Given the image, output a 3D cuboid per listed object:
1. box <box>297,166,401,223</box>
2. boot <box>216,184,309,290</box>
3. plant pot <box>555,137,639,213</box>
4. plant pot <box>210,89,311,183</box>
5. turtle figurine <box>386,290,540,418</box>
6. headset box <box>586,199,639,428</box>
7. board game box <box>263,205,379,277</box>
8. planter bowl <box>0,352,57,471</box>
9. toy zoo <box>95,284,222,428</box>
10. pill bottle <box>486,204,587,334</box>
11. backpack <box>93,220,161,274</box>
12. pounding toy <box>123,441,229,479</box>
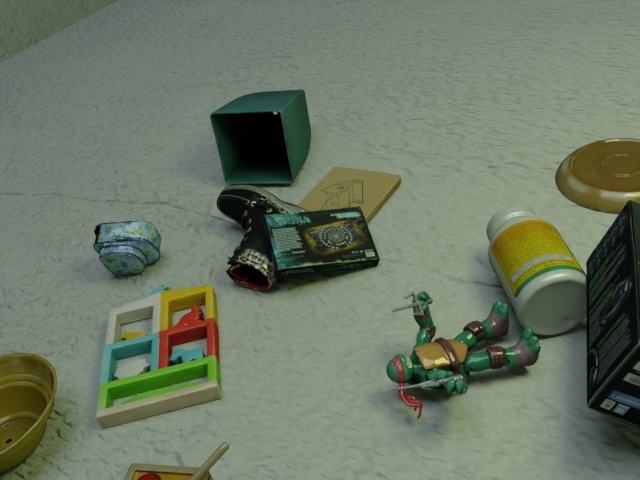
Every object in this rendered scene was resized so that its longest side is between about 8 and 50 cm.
[{"bbox_3d":[0.046,-0.081,1.414,0.164,0.021,0.201,13,44,31],"label":"box"},{"bbox_3d":[-0.135,-0.010,1.311,0.236,0.085,0.179,21,48,23],"label":"boot"},{"bbox_3d":[0.563,-0.131,1.306,0.236,0.032,0.236,-9,37,7],"label":"plant pot"},{"bbox_3d":[-0.111,-0.253,1.582,0.165,0.166,0.234,1,30,20],"label":"plant pot"},{"bbox_3d":[0.175,0.154,0.979,0.234,0.118,0.175,-11,49,-18],"label":"turtle figurine"},{"bbox_3d":[0.471,0.104,0.866,0.246,0.131,0.283,20,43,3],"label":"headset box"},{"bbox_3d":[0.000,0.000,1.249,0.186,0.026,0.126,-5,52,-15],"label":"board game box"},{"bbox_3d":[-0.483,0.278,1.045,0.217,0.090,0.217,-8,37,6],"label":"planter bowl"},{"bbox_3d":[-0.266,0.169,1.171,0.192,0.030,0.293,-14,36,0],"label":"toy zoo"},{"bbox_3d":[0.329,0.036,1.084,0.117,0.118,0.208,-12,35,2],"label":"pill bottle"},{"bbox_3d":[-0.368,0.016,1.353,0.114,0.105,0.084,-9,59,5],"label":"backpack"},{"bbox_3d":[-0.184,0.331,0.869,0.141,0.100,0.130,-2,38,16],"label":"pounding toy"}]
